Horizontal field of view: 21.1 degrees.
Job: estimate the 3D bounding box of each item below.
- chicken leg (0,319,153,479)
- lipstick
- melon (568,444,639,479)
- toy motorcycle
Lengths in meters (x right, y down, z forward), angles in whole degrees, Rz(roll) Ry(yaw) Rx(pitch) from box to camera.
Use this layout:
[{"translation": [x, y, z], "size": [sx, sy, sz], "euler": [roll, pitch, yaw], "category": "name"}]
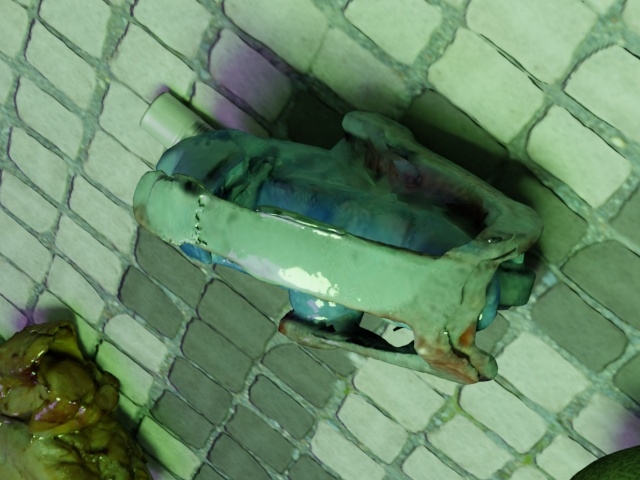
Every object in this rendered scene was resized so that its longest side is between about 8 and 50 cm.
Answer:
[{"translation": [-0.340, 0.180, 1.921], "size": [0.409, 0.182, 0.295], "euler": [34, 135, 27], "category": "chicken leg"}, {"translation": [-0.088, -0.070, 1.464], "size": [0.141, 0.040, 0.040], "euler": [38, 147, 7], "category": "lipstick"}, {"translation": [0.305, 0.267, 1.275], "size": [0.302, 0.237, 0.237], "euler": [19, 141, 33], "category": "melon"}, {"translation": [0.008, -0.023, 1.284], "size": [0.319, 0.182, 0.241], "euler": [19, 164, 19], "category": "toy motorcycle"}]
